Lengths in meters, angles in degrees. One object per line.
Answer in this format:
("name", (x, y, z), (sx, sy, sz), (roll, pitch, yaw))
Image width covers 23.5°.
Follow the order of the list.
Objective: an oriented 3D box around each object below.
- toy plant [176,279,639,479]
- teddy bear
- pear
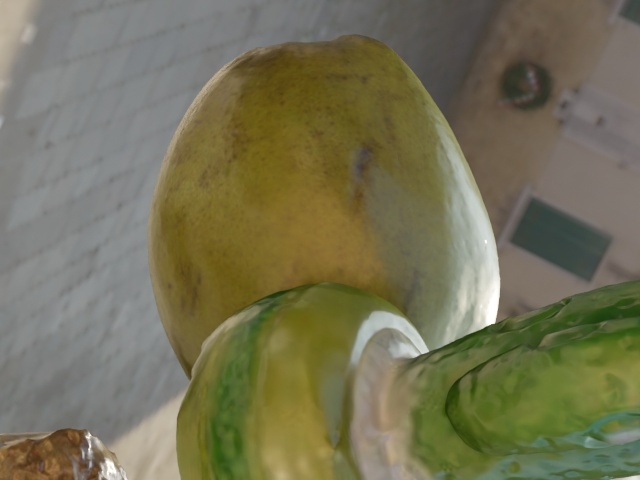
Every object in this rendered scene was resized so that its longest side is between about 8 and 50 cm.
("toy plant", (0.096, 0.096, 0.832), (0.224, 0.315, 0.184), (12, 68, -59))
("teddy bear", (-0.256, 0.276, 1.374), (0.246, 0.296, 0.223), (11, 80, -40))
("pear", (0.000, 0.000, 1.121), (0.253, 0.253, 0.307), (69, 15, -79))
